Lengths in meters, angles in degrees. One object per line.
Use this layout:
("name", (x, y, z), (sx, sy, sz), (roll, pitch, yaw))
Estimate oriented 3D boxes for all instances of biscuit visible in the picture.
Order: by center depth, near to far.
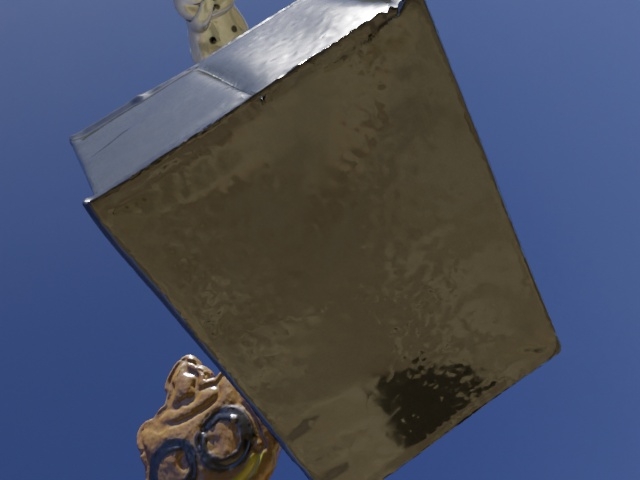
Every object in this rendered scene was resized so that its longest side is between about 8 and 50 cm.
("biscuit", (-0.153, 0.280, 0.925), (0.208, 0.290, 0.041), (-33, -35, 7))

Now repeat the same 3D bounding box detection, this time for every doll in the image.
("doll", (-0.181, -0.372, 1.130), (0.110, 0.107, 0.181), (-26, -48, -14))

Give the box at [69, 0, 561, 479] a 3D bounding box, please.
("box", (0.001, 0.000, 0.571), (0.251, 0.204, 0.345), (-35, -59, -8))
